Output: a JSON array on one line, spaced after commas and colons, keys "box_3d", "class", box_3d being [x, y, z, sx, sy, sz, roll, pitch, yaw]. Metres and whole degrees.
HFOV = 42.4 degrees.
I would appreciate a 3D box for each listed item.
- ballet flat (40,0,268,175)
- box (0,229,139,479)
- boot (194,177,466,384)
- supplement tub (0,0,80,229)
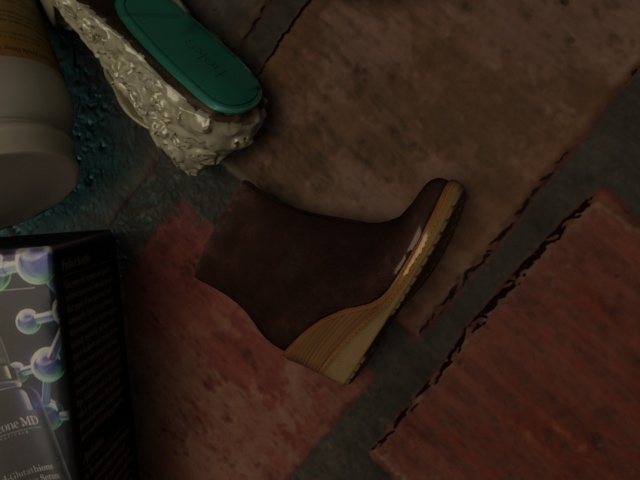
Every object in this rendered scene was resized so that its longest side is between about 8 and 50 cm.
[{"box_3d": [-0.219, -0.231, 0.853, 0.147, 0.147, 0.409, -41, 79, 21], "class": "ballet flat"}, {"box_3d": [-0.367, 0.199, 0.866, 0.294, 0.212, 0.395, -5, 94, 2], "class": "box"}, {"box_3d": [0.000, 0.000, 0.801, 0.207, 0.090, 0.248, 37, 112, 13], "class": "boot"}, {"box_3d": [-0.393, -0.180, 0.853, 0.228, 0.228, 0.316, -29, 76, 23], "class": "supplement tub"}]
